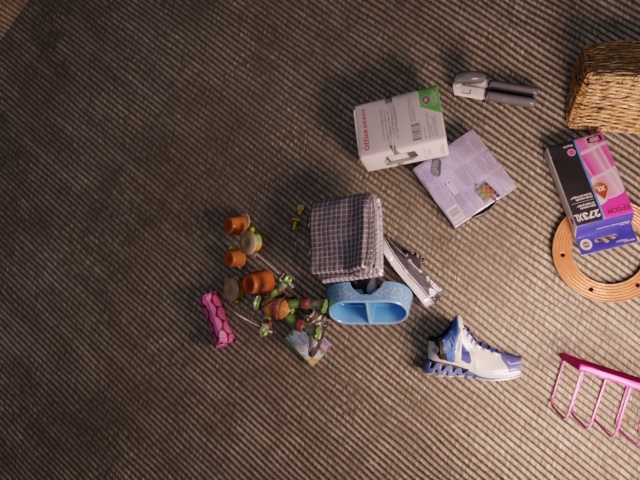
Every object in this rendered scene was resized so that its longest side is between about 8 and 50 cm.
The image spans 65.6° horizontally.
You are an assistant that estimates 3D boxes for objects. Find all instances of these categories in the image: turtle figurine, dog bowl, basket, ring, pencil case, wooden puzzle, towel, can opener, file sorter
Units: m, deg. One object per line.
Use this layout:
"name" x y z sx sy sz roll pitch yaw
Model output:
"turtle figurine" -0.125 0.220 1.620 0.267 0.274 0.197 13 49 12
"dog bowl" 0.161 0.217 1.675 0.298 0.165 0.074 -2 47 10
"basket" 0.970 -0.498 1.609 0.299 0.223 0.213 5 54 11
"ring" 0.929 0.032 1.612 0.337 0.032 0.336 -1 86 10
"pencil case" -0.382 0.287 1.816 0.095 0.098 0.209 -26 81 8
"wooden puzzle" 0.549 -0.158 1.645 0.049 0.006 0.083 -44 81 5
"towel" 0.081 -0.009 1.650 0.235 0.121 0.283 -7 71 29
"can opener" 0.590 -0.514 1.682 0.284 0.095 0.075 14 90 12
"file sorter" 0.880 0.488 1.503 0.291 0.202 0.182 17 91 12

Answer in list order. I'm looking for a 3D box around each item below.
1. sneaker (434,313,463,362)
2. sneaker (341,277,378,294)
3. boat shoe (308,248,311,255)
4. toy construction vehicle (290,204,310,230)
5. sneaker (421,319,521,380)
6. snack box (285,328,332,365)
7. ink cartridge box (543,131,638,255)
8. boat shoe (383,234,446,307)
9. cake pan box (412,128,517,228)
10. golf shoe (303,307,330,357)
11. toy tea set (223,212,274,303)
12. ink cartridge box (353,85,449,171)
"sneaker" 0.404 0.307 1.574 0.085 0.058 0.152 4 92 11
"sneaker" 0.117 0.057 1.733 0.153 0.101 0.268 -4 84 13
"boat shoe" 0.000 0.000 1.787 0.043 0.049 0.136 23 93 9
"toy construction vehicle" -0.058 -0.079 1.814 0.086 0.035 0.098 9 85 22
"sneaker" 0.491 0.352 1.625 0.316 0.127 0.182 0 88 13
"snack box" -0.042 0.362 1.774 0.141 0.037 0.100 44 95 11
"ink cartridge box" 0.869 -0.152 1.595 0.176 0.069 0.370 -15 77 9
"boat shoe" 0.307 0.084 1.692 0.102 0.108 0.301 -39 82 6
"cake pan box" 0.490 -0.205 1.696 0.246 0.070 0.266 -36 80 9
"golf shoe" -0.027 0.311 1.720 0.094 0.077 0.198 18 50 2
"toy tea set" -0.256 0.062 1.820 0.200 0.124 0.335 -3 89 40
"ink cartridge box" 0.273 -0.376 1.691 0.289 0.121 0.211 -9 70 16
